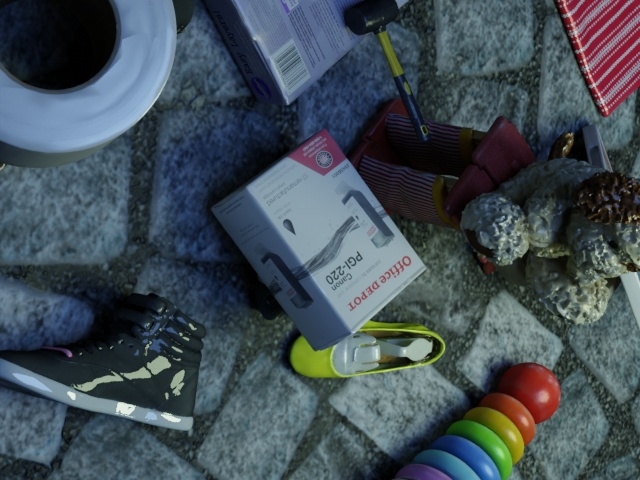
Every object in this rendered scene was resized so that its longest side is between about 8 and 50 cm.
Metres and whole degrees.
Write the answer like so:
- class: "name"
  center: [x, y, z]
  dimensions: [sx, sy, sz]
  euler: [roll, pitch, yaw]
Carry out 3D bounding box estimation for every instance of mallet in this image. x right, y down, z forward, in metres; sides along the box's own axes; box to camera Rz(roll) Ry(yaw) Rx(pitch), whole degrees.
- class: "mallet"
  center: [0.085, -0.206, 1.848]
  dimensions: [0.062, 0.039, 0.189]
  euler: [-20, 94, -34]

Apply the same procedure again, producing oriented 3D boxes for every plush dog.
- class: "plush dog"
  center: [0.333, -0.022, 1.806]
  dimensions: [0.262, 0.225, 0.210]
  euler: [39, 73, -41]

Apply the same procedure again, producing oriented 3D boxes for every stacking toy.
- class: "stacking toy"
  center: [0.225, 0.291, 2.088]
  dimensions: [0.330, 0.141, 0.141]
  euler: [-42, 120, -31]

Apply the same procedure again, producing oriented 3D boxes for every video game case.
- class: "video game case"
  center: [0.421, -0.019, 2.142]
  dimensions: [0.285, 0.025, 0.204]
  euler: [-81, 150, -61]

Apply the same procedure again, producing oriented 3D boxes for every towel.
- class: "towel"
  center: [0.430, -0.346, 2.219]
  dimensions: [0.199, 0.031, 0.274]
  euler: [-41, 120, -26]

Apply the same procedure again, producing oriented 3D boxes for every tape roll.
- class: "tape roll"
  center: [-0.280, -0.200, 1.528]
  dimensions: [0.246, 0.169, 0.246]
  euler: [1, 88, -16]

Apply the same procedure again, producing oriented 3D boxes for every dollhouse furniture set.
- class: "dollhouse furniture set"
  center: [0.211, -0.009, 1.993]
  dimensions: [0.152, 0.201, 0.374]
  euler: [-57, 132, -18]

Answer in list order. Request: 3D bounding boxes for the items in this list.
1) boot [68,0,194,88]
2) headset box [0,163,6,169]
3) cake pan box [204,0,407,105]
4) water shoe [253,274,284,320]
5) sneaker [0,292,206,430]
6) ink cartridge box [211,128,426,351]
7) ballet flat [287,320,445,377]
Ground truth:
- class: "boot"
  center: [-0.203, -0.223, 1.705]
  dimensions: [0.137, 0.077, 0.197]
  euler: [8, 92, -44]
- class: "headset box"
  center: [-0.367, -0.097, 1.613]
  dimensions: [0.083, 0.032, 0.062]
  euler: [-44, 121, -24]
- class: "cake pan box"
  center: [-0.029, -0.329, 1.827]
  dimensions: [0.246, 0.070, 0.267]
  euler: [-44, 121, -25]
- class: "water shoe"
  center: [0.001, 0.065, 1.920]
  dimensions: [0.203, 0.073, 0.080]
  euler: [5, 111, -33]
- class: "sneaker"
  center: [-0.247, 0.119, 1.702]
  dimensions: [0.296, 0.105, 0.146]
  euler: [19, 83, -45]
- class: "ink cartridge box"
  center: [0.000, 0.000, 1.824]
  dimensions: [0.158, 0.092, 0.218]
  euler: [-39, 97, -37]
- class: "ballet flat"
  center: [0.068, 0.140, 1.968]
  dimensions: [0.231, 0.077, 0.077]
  euler: [-1, 98, -38]
